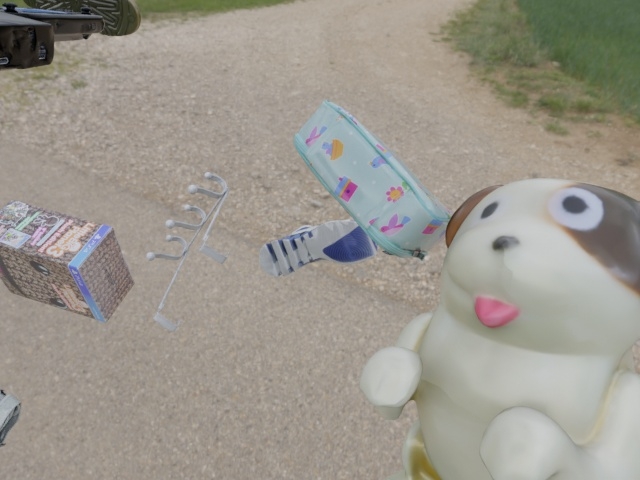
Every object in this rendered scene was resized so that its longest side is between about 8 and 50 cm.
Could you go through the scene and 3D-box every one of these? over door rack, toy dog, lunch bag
[{"bbox_3d":[-0.310,0.004,1.108,0.108,0.239,0.324,26,27,-26],"label":"over door rack"},{"bbox_3d":[0.232,0.140,0.495,0.396,0.407,0.285,-12,19,-30],"label":"toy dog"},{"bbox_3d":[0.096,-0.088,0.784,0.279,0.108,0.224,51,16,19],"label":"lunch bag"}]

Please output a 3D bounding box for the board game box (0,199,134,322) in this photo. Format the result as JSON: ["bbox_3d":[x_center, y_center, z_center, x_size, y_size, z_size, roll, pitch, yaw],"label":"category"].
[{"bbox_3d":[-0.664,0.055,1.225,0.291,0.231,0.141,14,49,9],"label":"board game box"}]

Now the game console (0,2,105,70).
[{"bbox_3d":[-0.347,-0.224,0.474,0.214,0.043,0.361,13,23,-5],"label":"game console"}]

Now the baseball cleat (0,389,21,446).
[{"bbox_3d":[-0.558,0.244,0.801,0.110,0.205,0.072,-4,7,1],"label":"baseball cleat"}]

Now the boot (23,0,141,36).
[{"bbox_3d":[-0.432,-0.508,0.990,0.236,0.089,0.269,19,32,-2],"label":"boot"}]

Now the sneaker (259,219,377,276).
[{"bbox_3d":[-0.001,0.000,1.340,0.316,0.127,0.182,-12,13,16],"label":"sneaker"}]
